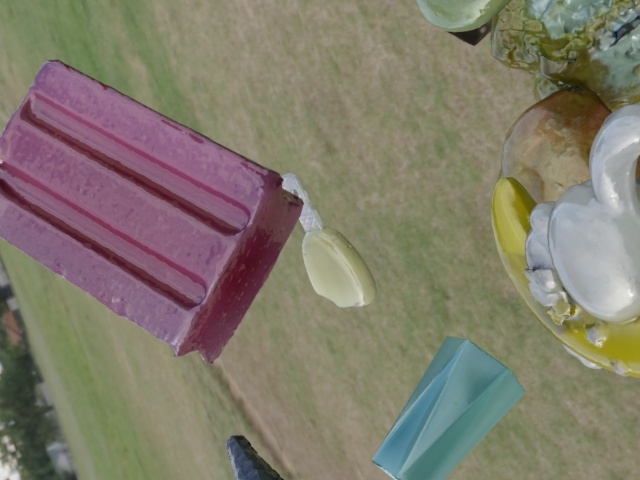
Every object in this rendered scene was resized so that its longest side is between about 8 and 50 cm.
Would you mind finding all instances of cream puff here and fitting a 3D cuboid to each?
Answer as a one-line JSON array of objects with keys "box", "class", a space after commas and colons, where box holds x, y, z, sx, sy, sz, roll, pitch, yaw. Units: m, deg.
[{"box": [0.443, -0.340, 1.255, 0.274, 0.323, 0.269, 34, -155, -33], "class": "cream puff"}]

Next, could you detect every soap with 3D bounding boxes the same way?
[{"box": [-0.231, -0.041, 0.997, 0.360, 0.232, 0.128, 29, 176, 20], "class": "soap"}]

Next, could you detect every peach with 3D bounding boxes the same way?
[{"box": [0.355, -0.098, 1.160, 0.214, 0.214, 0.235, 24, 128, 62], "class": "peach"}]

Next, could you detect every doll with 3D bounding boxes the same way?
[{"box": [0.249, 0.016, 0.701, 0.252, 0.111, 0.237, 63, 161, -7], "class": "doll"}]

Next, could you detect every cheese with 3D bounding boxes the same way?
[{"box": [0.000, 0.000, 1.382, 0.127, 0.050, 0.255, -11, 113, 49], "class": "cheese"}]

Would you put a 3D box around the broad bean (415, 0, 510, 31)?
[{"box": [0.180, -0.342, 0.910, 0.169, 0.100, 0.227, 3, 70, 46], "class": "broad bean"}]

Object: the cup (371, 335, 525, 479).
[{"box": [0.192, 0.282, 1.269, 0.148, 0.235, 0.134, 33, 168, 20], "class": "cup"}]

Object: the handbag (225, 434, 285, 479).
[{"box": [-0.026, 0.334, 0.824, 0.175, 0.089, 0.270, 32, 141, 58], "class": "handbag"}]

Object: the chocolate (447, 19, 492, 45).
[{"box": [0.269, -0.496, 1.376, 0.186, 0.284, 0.283, -25, 86, 42], "class": "chocolate"}]
